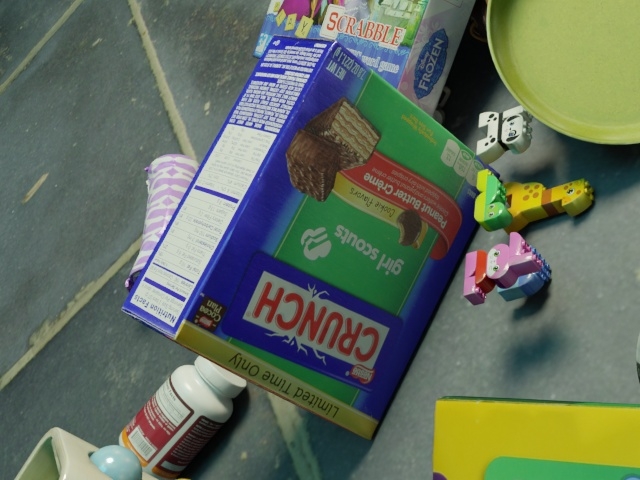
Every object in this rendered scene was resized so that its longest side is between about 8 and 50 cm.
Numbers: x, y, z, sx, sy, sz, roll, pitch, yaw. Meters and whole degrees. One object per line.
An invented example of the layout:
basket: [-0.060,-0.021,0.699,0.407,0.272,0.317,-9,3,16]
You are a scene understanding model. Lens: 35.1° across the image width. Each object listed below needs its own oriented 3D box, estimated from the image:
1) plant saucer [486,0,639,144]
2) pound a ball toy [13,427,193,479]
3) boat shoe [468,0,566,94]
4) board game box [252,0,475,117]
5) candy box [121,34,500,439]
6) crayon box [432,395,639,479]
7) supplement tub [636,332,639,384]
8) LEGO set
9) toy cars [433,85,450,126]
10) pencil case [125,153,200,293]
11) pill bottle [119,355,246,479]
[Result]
plant saucer: [0.279,-0.206,0.964,0.240,0.037,0.241,-1,84,7]
pound a ball toy: [-0.121,0.308,0.929,0.136,0.319,0.208,-56,23,-1]
boat shoe: [0.225,-0.263,1.112,0.123,0.123,0.342,123,142,-52]
board game box: [0.069,-0.330,1.176,0.318,0.065,0.318,29,102,53]
candy box: [0.000,0.000,1.018,0.122,0.268,0.317,20,79,54]
crayon box: [0.220,0.288,0.647,0.313,0.106,0.363,-5,78,43]
supplement tub: [0.337,0.094,0.723,0.190,0.117,0.117,14,75,49]
LEGO set: [0.207,-0.030,0.974,0.093,0.087,0.227,-18,46,34]
toy cars: [-0.013,-0.067,1.221,0.393,0.087,0.176,-35,44,24]
pencil case: [-0.213,-0.025,1.398,0.088,0.086,0.206,-2,55,6]
pill bottle: [-0.159,0.204,1.186,0.152,0.086,0.086,-48,39,9]
